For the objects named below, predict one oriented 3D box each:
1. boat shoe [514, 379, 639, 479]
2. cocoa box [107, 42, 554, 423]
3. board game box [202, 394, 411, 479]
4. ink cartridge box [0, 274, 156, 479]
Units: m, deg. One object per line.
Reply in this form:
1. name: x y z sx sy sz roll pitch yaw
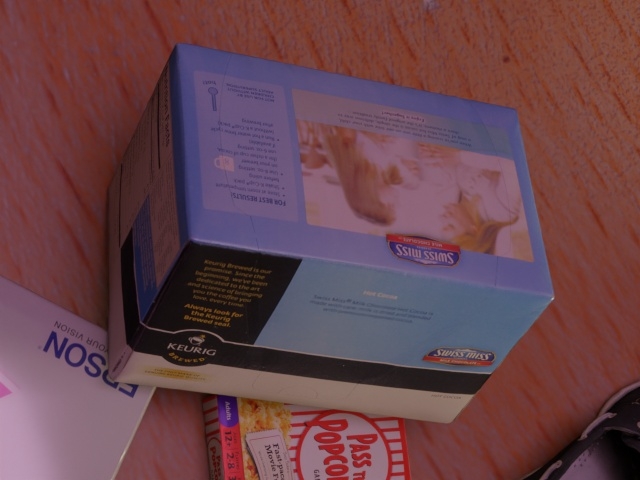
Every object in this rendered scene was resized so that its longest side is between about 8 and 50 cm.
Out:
1. boat shoe: 0.307 0.229 1.791 0.302 0.091 0.114 -36 93 -26
2. cocoa box: 0.000 0.000 1.609 0.347 0.228 0.231 9 51 -20
3. board game box: -0.010 0.216 1.687 0.193 0.045 0.147 -2 78 -23
4. ink cartridge box: -0.344 0.180 1.544 0.324 0.071 0.330 28 66 -15
